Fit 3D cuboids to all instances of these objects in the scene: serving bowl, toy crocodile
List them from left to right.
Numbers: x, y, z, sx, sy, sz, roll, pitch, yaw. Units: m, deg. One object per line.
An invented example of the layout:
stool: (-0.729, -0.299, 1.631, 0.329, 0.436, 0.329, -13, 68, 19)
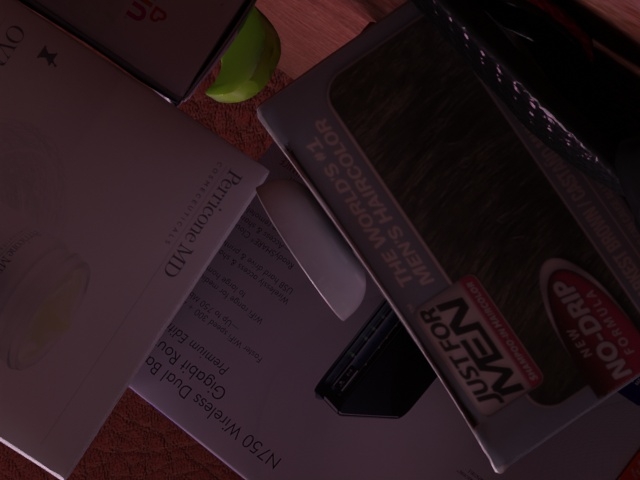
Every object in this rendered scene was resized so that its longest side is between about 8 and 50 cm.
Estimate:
toy crocodile: (-0.172, -0.234, 1.433, 0.340, 0.105, 0.115, 34, -178, -1)
serving bowl: (0.000, 0.000, 0.954, 0.083, 0.027, 0.083, 56, -178, -4)

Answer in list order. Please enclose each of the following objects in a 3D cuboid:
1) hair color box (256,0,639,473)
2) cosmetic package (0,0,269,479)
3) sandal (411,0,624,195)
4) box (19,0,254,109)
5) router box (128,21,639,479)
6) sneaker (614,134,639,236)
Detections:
hair color box: (0.079, -0.009, 0.935, 0.185, 0.114, 0.374, 56, -176, 2)
cosmetic package: (-0.187, -0.012, 1.128, 0.225, 0.224, 0.138, 33, 179, -9)
sandal: (0.069, -0.090, 0.712, 0.179, 0.040, 0.067, 48, 178, 4)
box: (-0.153, -0.199, 1.210, 0.231, 0.126, 0.262, 33, -178, -5)
router box: (0.076, 0.063, 1.190, 0.335, 0.301, 0.082, 34, 172, 28)
sneaker: (0.178, 0.011, 0.656, 0.124, 0.107, 0.283, 50, -176, 22)
